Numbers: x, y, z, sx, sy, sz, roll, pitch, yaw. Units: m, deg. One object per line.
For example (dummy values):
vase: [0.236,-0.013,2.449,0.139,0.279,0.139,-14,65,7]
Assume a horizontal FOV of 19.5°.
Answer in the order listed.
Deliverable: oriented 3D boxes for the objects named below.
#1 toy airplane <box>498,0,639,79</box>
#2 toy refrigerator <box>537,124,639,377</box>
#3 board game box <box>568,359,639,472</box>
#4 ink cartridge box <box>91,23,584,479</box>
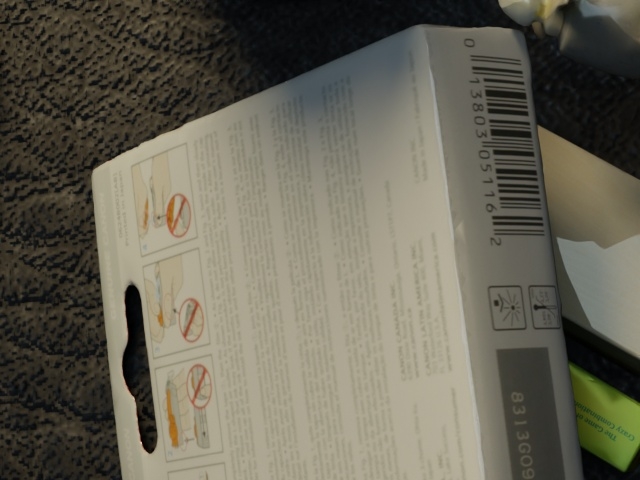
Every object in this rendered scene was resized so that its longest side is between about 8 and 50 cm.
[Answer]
toy airplane: [0.219,-0.267,1.155,0.384,0.386,0.272,56,137,5]
toy refrigerator: [0.190,0.018,1.209,0.269,0.094,0.102,29,84,14]
board game box: [0.133,0.085,1.212,0.181,0.092,0.043,31,91,15]
ink cartridge box: [-0.005,0.061,1.194,0.385,0.091,0.308,-18,77,52]
